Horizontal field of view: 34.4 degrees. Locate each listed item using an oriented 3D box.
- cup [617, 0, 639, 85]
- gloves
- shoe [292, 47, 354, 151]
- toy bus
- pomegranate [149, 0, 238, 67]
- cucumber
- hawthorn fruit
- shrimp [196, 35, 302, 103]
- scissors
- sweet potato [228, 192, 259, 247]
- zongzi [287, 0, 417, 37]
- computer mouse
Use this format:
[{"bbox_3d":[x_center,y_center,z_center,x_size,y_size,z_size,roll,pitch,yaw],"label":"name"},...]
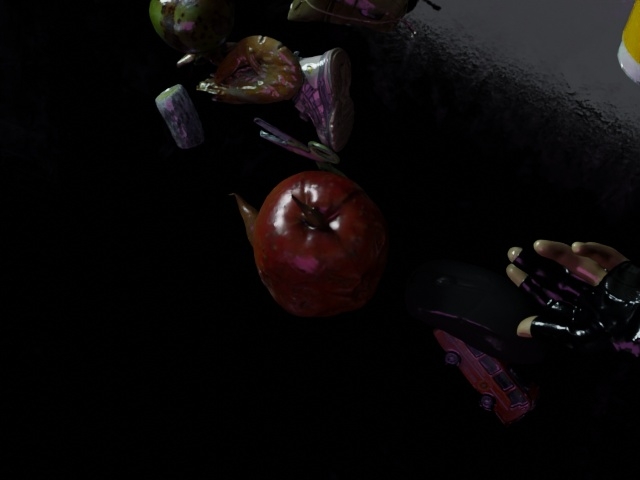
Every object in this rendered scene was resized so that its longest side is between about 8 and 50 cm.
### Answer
[{"bbox_3d":[0.490,-0.322,1.300,0.196,0.196,0.279,29,140,9],"label":"cup"},{"bbox_3d":[0.421,0.098,1.645,0.301,0.197,0.152,31,169,29],"label":"gloves"},{"bbox_3d":[-0.002,-0.231,1.707,0.092,0.089,0.180,10,124,23],"label":"shoe"},{"bbox_3d":[0.301,0.226,1.875,0.096,0.073,0.235,-35,100,35],"label":"toy bus"},{"bbox_3d":[-0.206,-0.357,1.705,0.148,0.148,0.169,7,132,26],"label":"pomegranate"},{"bbox_3d":[-0.252,-0.223,1.881,0.064,0.064,0.112,-8,120,34],"label":"cucumber"},{"bbox_3d":[0.003,0.008,1.772,0.258,0.258,0.262,49,153,-9],"label":"hawthorn fruit"},{"bbox_3d":[-0.119,-0.276,1.700,0.217,0.051,0.115,-4,112,38],"label":"shrimp"},{"bbox_3d":[-0.036,-0.160,1.792,0.187,0.020,0.133,29,167,21],"label":"scissors"},{"bbox_3d":[-0.112,-0.012,1.957,0.056,0.056,0.195,-30,98,41],"label":"sweet potato"},{"bbox_3d":[0.049,-0.351,1.620,0.189,0.081,0.178,27,155,-8],"label":"zongzi"},{"bbox_3d":[0.274,0.110,1.760,0.270,0.137,0.086,27,136,9],"label":"computer mouse"}]
